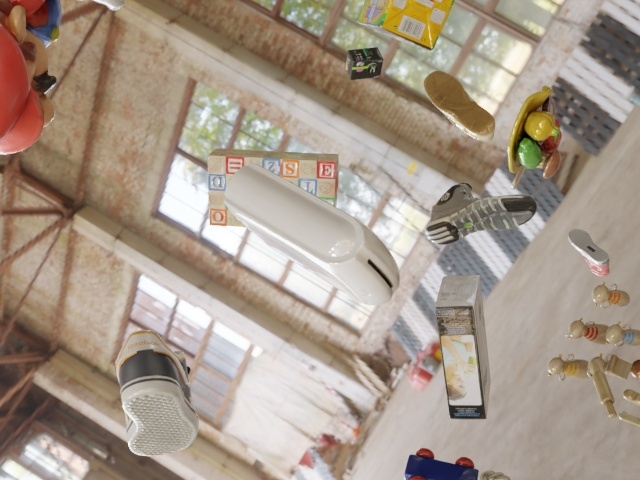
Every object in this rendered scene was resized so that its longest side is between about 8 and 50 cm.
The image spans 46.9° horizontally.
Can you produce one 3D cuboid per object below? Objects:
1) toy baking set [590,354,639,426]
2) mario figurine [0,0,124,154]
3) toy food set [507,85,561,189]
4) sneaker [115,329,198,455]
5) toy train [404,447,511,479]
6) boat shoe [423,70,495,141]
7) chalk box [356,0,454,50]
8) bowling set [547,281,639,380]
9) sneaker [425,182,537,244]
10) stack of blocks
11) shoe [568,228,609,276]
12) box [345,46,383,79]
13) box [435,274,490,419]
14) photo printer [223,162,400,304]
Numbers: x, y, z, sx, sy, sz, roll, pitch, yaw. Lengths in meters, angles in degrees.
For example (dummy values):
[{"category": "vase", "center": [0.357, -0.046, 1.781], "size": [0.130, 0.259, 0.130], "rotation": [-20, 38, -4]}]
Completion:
[{"category": "toy baking set", "center": [0.720, 0.347, 1.655], "size": [0.256, 0.197, 0.030], "rotation": [-80, -10, -54]}, {"category": "mario figurine", "center": [-0.297, -0.191, 0.738], "size": [0.320, 0.170, 0.198], "rotation": [-92, 25, -44]}, {"category": "toy food set", "center": [0.371, -0.164, 1.223], "size": [0.128, 0.071, 0.218], "rotation": [-59, -24, -9]}, {"category": "sneaker", "center": [-0.274, 0.262, 1.247], "size": [0.321, 0.126, 0.127], "rotation": [103, 156, -55]}, {"category": "toy train", "center": [0.302, 0.550, 1.583], "size": [0.105, 0.248, 0.143], "rotation": [-60, -25, -57]}, {"category": "boat shoe", "center": [0.247, -0.234, 1.318], "size": [0.063, 0.170, 0.059], "rotation": [-38, -28, 4]}, {"category": "chalk box", "center": [0.172, -0.496, 1.562], "size": [0.132, 0.133, 0.213], "rotation": [-67, 21, 15]}, {"category": "bowling set", "center": [0.724, 0.262, 1.843], "size": [0.200, 0.154, 0.286], "rotation": [36, 110, 55]}, {"category": "sneaker", "center": [0.321, -0.080, 1.499], "size": [0.229, 0.086, 0.132], "rotation": [-15, 40, 26]}, {"category": "stack of blocks", "center": [-0.109, -0.119, 1.734], "size": [0.087, 0.297, 0.171], "rotation": [-73, -15, -71]}, {"category": "shoe", "center": [0.850, 0.041, 2.340], "size": [0.064, 0.178, 0.081], "rotation": [-28, -49, -4]}, {"category": "box", "center": [0.113, -0.459, 1.915], "size": [0.062, 0.083, 0.052], "rotation": [98, 158, -52]}, {"category": "box", "center": [0.329, 0.243, 1.687], "size": [0.169, 0.087, 0.289], "rotation": [-53, -43, -64]}, {"category": "photo printer", "center": [0.000, 0.000, 1.328], "size": [0.107, 0.308, 0.256], "rotation": [-56, -29, -7]}]
